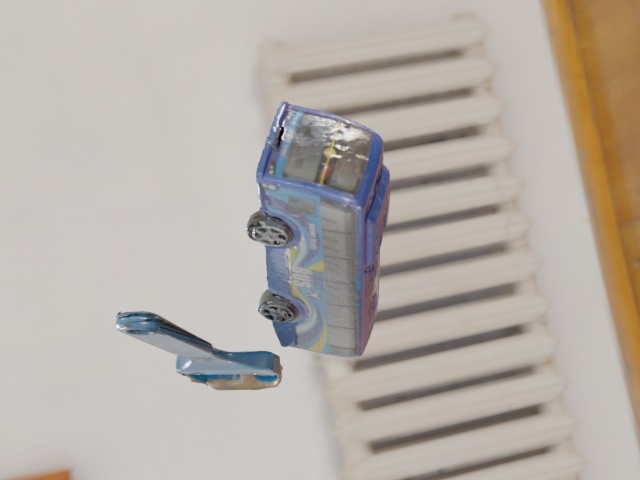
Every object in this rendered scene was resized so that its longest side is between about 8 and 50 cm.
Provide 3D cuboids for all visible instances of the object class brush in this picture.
[{"bbox_3d":[-0.057,0.052,0.622,0.164,0.051,0.014,43,-136,-69],"label":"brush"}]

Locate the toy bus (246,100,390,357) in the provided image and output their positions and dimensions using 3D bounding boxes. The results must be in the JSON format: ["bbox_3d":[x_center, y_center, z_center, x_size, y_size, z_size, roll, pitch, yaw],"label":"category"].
[{"bbox_3d":[0.000,0.000,0.626,0.153,0.061,0.051,89,-167,-58],"label":"toy bus"}]
